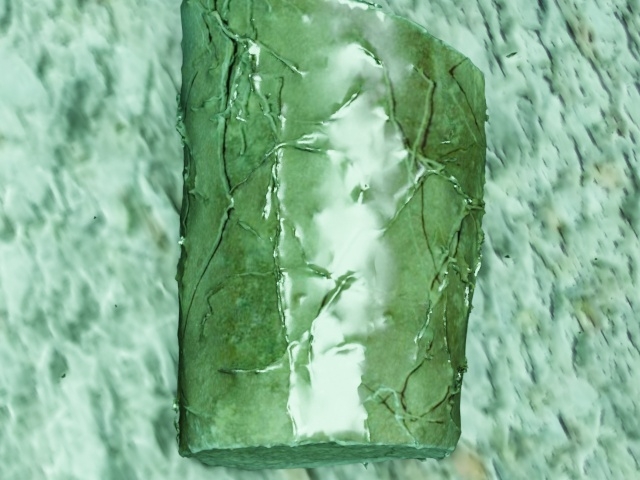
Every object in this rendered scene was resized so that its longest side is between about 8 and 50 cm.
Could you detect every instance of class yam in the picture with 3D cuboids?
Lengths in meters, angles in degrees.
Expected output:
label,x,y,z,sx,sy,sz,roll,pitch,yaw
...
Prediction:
label,x,y,z,sx,sy,sz,roll,pitch,yaw
yam,0.000,0.000,0.953,0.240,0.241,0.348,5,81,-13
